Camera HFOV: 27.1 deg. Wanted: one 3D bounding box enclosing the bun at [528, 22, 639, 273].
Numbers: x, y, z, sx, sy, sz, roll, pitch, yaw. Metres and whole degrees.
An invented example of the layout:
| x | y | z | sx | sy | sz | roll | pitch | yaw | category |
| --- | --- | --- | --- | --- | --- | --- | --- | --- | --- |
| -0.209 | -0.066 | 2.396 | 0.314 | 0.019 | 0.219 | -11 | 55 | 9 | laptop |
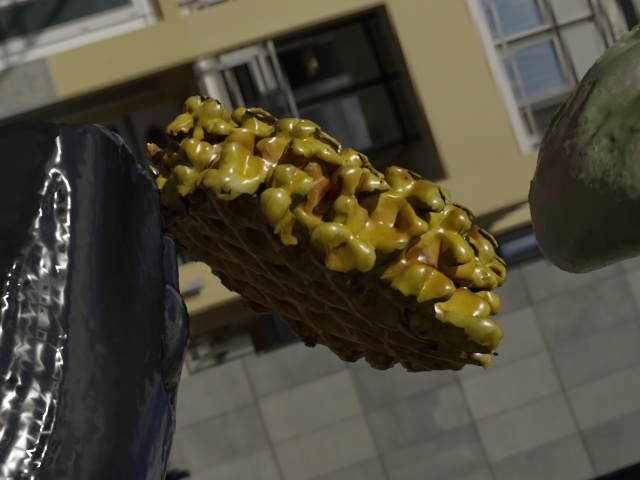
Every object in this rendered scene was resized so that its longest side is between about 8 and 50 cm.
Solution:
| x | y | z | sx | sy | sz | roll | pitch | yaw | category |
| --- | --- | --- | --- | --- | --- | --- | --- | --- | --- |
| 0.287 | -0.092 | 1.023 | 0.293 | 0.293 | 0.187 | 134 | -61 | -80 | bun |

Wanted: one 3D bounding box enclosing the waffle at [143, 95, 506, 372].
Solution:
| x | y | z | sx | sy | sz | roll | pitch | yaw | category |
| --- | --- | --- | --- | --- | --- | --- | --- | --- | --- |
| 0.000 | 0.000 | 0.670 | 0.197 | 0.070 | 0.193 | 28 | -16 | -1 | waffle |

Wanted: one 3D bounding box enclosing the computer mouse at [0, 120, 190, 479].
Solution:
| x | y | z | sx | sy | sz | roll | pitch | yaw | category |
| --- | --- | --- | --- | --- | --- | --- | --- | --- | --- |
| -0.092 | 0.081 | 0.378 | 0.147 | 0.088 | 0.264 | 80 | 25 | -53 | computer mouse |
